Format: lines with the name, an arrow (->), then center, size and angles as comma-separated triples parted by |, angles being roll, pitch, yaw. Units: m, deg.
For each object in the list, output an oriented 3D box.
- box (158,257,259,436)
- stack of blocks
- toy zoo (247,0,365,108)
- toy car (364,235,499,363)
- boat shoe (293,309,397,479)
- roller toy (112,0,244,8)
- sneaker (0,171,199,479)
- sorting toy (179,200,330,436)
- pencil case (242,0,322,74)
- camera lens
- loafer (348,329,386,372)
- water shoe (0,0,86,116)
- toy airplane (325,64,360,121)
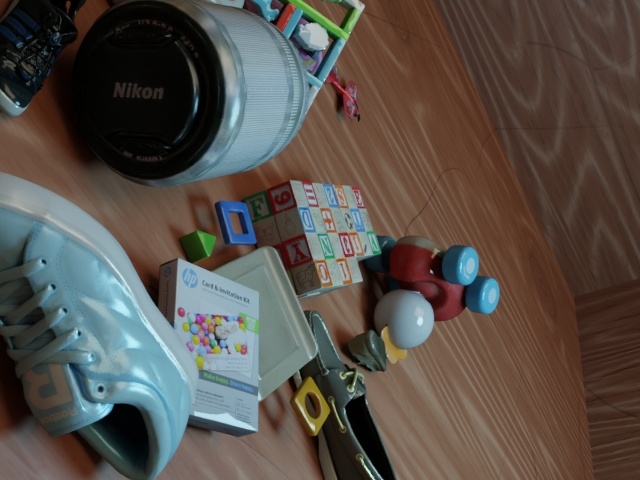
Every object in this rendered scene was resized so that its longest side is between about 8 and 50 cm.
box -> -0.135, 0.132, 1.107 | 0.145, 0.038, 0.186 | 28, 51, -44
stack of blocks -> 0.000, 0.000, 1.502 | 0.297, 0.087, 0.171 | -4, 76, -67
toy zoo -> -0.076, -0.289, 1.396 | 0.192, 0.030, 0.293 | 32, 81, -21
toy car -> 0.178, 0.133, 1.727 | 0.210, 0.219, 0.238 | 48, 60, -43
boat shoe -> 0.031, 0.242, 1.372 | 0.109, 0.091, 0.305 | -7, 78, -67
roller toy -> -0.199, -0.381, 1.285 | 0.209, 0.146, 0.191 | -10, 82, -68
sneaker -> -0.232, 0.094, 0.849 | 0.366, 0.135, 0.150 | 52, 26, -34
sorting toy -> -0.093, 0.115, 1.257 | 0.196, 0.047, 0.347 | -27, 95, -60
pencil case -> -0.106, -0.447, 1.542 | 0.160, 0.167, 0.386 | 2, 67, -33
camera lens -> -0.153, -0.185, 1.135 | 0.274, 0.219, 0.219 | -24, 94, -67
loafer -> 0.083, 0.192, 1.589 | 0.148, 0.050, 0.056 | 62, 22, -60
water shoe -> -0.310, -0.222, 0.993 | 0.073, 0.080, 0.203 | 48, 31, -41
toy airplane -> 0.047, -0.314, 1.936 | 0.151, 0.028, 0.151 | 50, 29, -40
